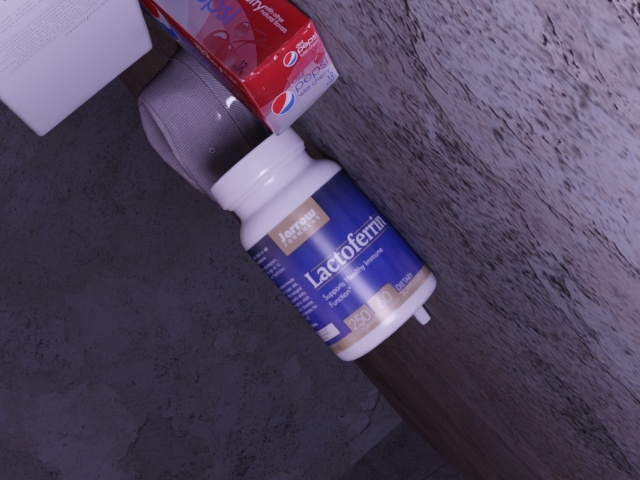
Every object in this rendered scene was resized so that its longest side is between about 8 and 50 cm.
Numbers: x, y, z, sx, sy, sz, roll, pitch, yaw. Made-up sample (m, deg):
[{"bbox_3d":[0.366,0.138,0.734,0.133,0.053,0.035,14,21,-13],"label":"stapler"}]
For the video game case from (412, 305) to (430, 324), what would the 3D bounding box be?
[{"bbox_3d":[0.085,0.044,1.749,0.157,0.019,0.143,52,173,-19],"label":"video game case"}]

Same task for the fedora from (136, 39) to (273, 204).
[{"bbox_3d":[-0.159,-0.152,1.625,0.244,0.124,0.275,41,163,43],"label":"fedora"}]

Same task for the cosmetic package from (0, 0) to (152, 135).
[{"bbox_3d":[-0.295,-0.257,1.066,0.230,0.161,0.453,49,175,2],"label":"cosmetic package"}]

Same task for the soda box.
[{"bbox_3d":[-0.099,-0.215,1.131,0.263,0.083,0.092,44,173,34],"label":"soda box"}]

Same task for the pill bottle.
[{"bbox_3d":[0.000,0.000,1.445,0.265,0.153,0.153,49,174,-2],"label":"pill bottle"}]
